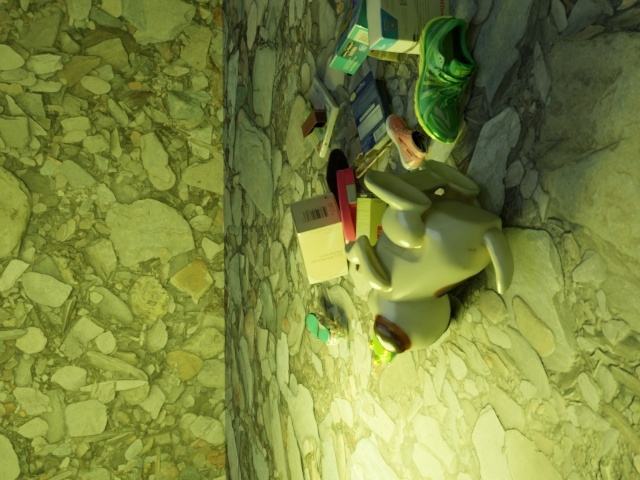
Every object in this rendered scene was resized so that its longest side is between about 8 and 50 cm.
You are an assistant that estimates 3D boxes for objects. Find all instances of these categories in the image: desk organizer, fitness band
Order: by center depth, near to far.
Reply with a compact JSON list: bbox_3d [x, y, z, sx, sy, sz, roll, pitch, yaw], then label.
[{"bbox_3d":[0.088,-0.090,1.825,0.291,0.054,0.209,-93,-5,-46],"label":"fitness band"},{"bbox_3d":[-0.024,-0.417,2.154,0.130,0.047,0.050,139,123,-60],"label":"desk organizer"}]

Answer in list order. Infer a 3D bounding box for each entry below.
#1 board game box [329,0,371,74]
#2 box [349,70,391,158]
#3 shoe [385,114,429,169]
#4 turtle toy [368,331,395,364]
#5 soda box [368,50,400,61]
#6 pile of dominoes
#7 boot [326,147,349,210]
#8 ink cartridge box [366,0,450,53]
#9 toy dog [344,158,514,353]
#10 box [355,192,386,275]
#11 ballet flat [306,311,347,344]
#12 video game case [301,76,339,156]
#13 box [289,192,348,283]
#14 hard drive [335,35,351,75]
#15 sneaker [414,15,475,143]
[{"bbox_3d":[0.130,-0.665,1.641,0.254,0.079,0.336,151,134,-74],"label":"board game box"},{"bbox_3d":[0.152,-0.375,1.779,0.136,0.036,0.225,-42,54,50],"label":"box"},{"bbox_3d":[0.236,-0.282,1.609,0.081,0.063,0.178,-52,50,53],"label":"shoe"},{"bbox_3d":[0.186,0.292,1.732,0.095,0.066,0.130,123,140,-49],"label":"turtle toy"},{"bbox_3d":[0.167,-0.566,1.751,0.181,0.061,0.058,-132,46,-57],"label":"soda box"},{"bbox_3d":[0.160,-0.326,1.839,0.251,0.040,0.196,-43,51,49],"label":"pile of dominoes"},{"bbox_3d":[0.048,-0.215,1.979,0.106,0.082,0.219,-116,16,-57],"label":"boot"},{"bbox_3d":[0.216,-0.540,1.476,0.082,0.190,0.140,168,100,-67],"label":"ink cartridge box"},{"bbox_3d":[0.246,0.067,1.400,0.395,0.284,0.408,33,126,26],"label":"toy dog"},{"bbox_3d":[0.141,-0.016,1.678,0.087,0.058,0.233,-171,82,-66],"label":"box"},{"bbox_3d":[0.022,0.311,2.099,0.241,0.077,0.091,-150,63,-66],"label":"ballet flat"},{"bbox_3d":[-0.004,-0.452,2.196,0.227,0.026,0.206,-117,34,-43],"label":"video game case"},{"bbox_3d":[0.000,0.000,1.917,0.311,0.147,0.121,77,176,-56],"label":"box"},{"bbox_3d":[0.081,-0.615,1.995,0.135,0.022,0.094,-124,40,-51],"label":"hard drive"},{"bbox_3d":[0.293,-0.375,1.405,0.123,0.109,0.296,13,109,59],"label":"sneaker"}]
